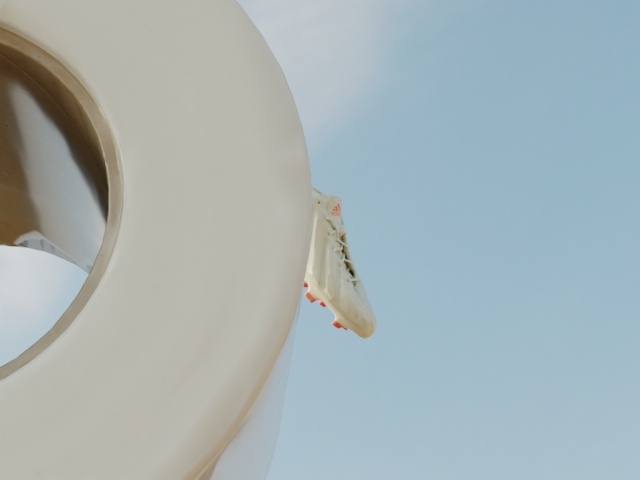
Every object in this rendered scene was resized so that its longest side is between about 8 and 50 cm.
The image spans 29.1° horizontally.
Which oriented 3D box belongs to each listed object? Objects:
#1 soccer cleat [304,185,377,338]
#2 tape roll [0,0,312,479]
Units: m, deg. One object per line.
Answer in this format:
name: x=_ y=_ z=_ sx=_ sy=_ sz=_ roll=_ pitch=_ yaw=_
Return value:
soccer cleat: x=0.000 y=0.000 z=1.129 sx=0.076 sy=0.196 sz=0.068 roll=-37 pitch=-13 yaw=5
tape roll: x=-0.128 y=0.021 z=0.426 sx=0.246 sy=0.246 sz=0.169 roll=-7 pitch=-25 yaw=-7
